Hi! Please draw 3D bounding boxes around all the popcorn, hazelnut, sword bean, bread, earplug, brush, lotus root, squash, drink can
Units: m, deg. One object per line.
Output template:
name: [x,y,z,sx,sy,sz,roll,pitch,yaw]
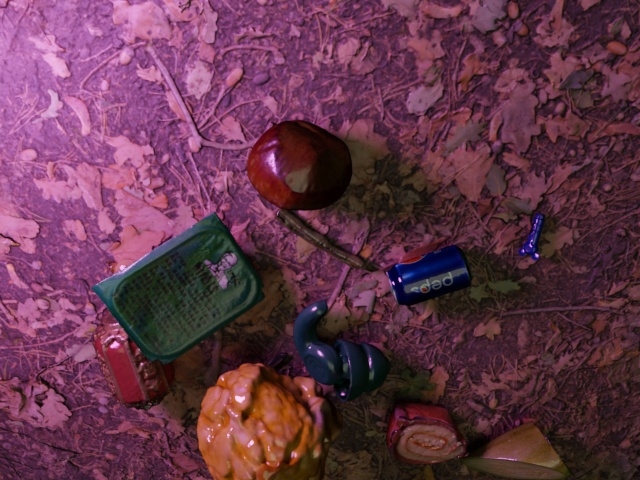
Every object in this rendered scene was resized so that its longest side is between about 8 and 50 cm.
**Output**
popcorn: [-0.143,0.518,1.295,0.390,0.344,0.354,24,138,-17]
hazelnut: [-0.049,-0.151,1.120,0.234,0.218,0.218,22,109,-10]
sword bean: [0.000,0.001,1.270,0.269,0.038,0.043,32,132,-13]
bread: [0.307,0.571,1.456,0.244,0.123,0.190,13,112,-7]
earplug: [0.060,0.306,1.351,0.280,0.164,0.257,8,75,-17]
brush: [-0.163,0.381,1.422,0.063,0.016,0.193,41,105,-18]
lotus root: [-0.476,0.086,1.272,0.150,0.062,0.073,20,133,-11]
squash: [0.580,0.675,1.472,0.261,0.189,0.189,-35,109,6]
drink can: [0.277,0.093,1.271,0.205,0.118,0.118,-20,111,5]

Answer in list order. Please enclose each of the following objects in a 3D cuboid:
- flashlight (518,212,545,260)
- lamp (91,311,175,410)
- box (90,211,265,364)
flashlight: [0.557,-0.012,1.285,0.035,0.057,0.121,-1,108,-40]
lamp: [-0.489,0.311,1.308,0.177,0.177,0.273,-9,109,2]
box: [-0.338,0.114,1.230,0.337,0.106,0.264,-33,111,-11]
